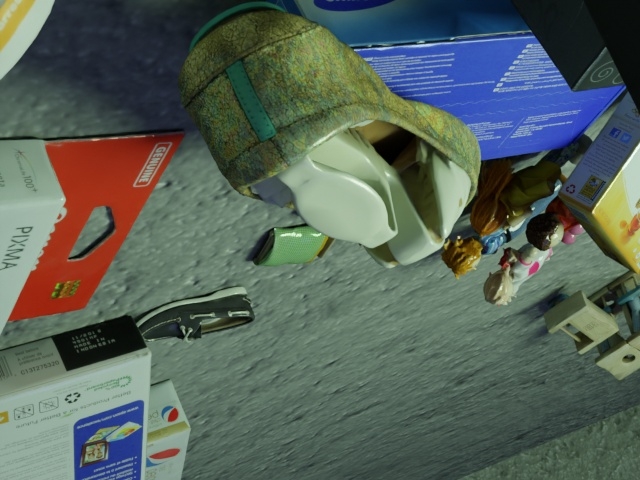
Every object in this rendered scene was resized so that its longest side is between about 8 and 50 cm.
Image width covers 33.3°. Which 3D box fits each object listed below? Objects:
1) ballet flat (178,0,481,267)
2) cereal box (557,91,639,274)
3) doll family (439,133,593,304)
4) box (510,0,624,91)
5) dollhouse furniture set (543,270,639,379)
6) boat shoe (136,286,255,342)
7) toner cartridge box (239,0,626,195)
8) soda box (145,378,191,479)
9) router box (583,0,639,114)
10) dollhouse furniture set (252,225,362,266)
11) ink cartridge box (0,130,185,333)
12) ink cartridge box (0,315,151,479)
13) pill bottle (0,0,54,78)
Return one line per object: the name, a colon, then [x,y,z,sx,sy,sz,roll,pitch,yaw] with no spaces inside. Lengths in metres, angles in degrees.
ballet flat: [0.032,-0.041,0.705,0.123,0.123,0.348,-33,156,17]
cereal box: [0.331,-0.100,1.009,0.240,0.047,0.173,-55,143,1]
doll family: [0.208,-0.026,1.138,0.163,0.118,0.263,-37,166,-20]
box: [0.272,-0.217,0.732,0.270,0.143,0.165,-12,152,-32]
dollhouse furniture set: [0.450,0.102,1.677,0.184,0.129,0.129,33,123,-30]
boat shoe: [-0.128,0.083,1.098,0.125,0.038,0.046,-15,155,-25]
toner cartridge box: [0.100,-0.130,0.829,0.348,0.075,0.165,-10,151,-33]
soda box: [-0.212,0.251,1.332,0.074,0.069,0.216,-17,155,-20]
router box: [0.217,-0.183,0.506,0.243,0.309,0.081,-7,154,-25]
dollhouse furniture set: [0.000,0.000,1.025,0.076,0.058,0.151,-10,153,-31]
ink cartridge box: [-0.246,0.024,0.826,0.239,0.060,0.275,-7,151,-35]
ink cartridge box: [-0.275,0.242,1.134,0.176,0.069,0.371,-15,137,-25]
pill bottle: [-0.214,-0.154,0.344,0.162,0.162,0.278,-29,156,7]
